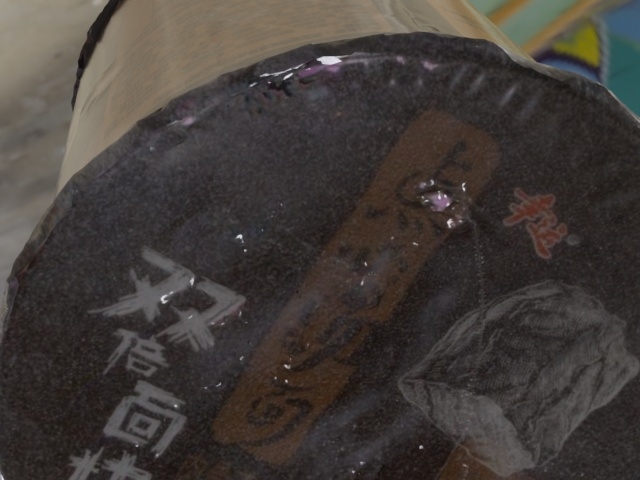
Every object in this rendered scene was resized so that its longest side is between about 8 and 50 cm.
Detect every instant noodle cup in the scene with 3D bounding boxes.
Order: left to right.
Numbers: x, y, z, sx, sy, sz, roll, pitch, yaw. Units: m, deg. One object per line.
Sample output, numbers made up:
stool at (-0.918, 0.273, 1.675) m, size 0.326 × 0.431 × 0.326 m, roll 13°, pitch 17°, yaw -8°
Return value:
instant noodle cup at (0.000, 0.000, 0.504) m, size 0.217 × 0.217 × 0.207 m, roll -26°, pitch -151°, yaw 6°
